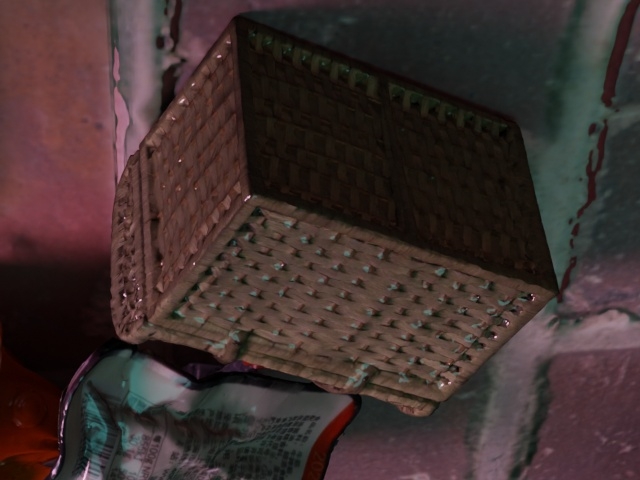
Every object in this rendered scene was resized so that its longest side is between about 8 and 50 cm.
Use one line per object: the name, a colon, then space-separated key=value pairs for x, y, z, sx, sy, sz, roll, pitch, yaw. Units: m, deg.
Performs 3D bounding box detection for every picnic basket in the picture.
picnic basket: x=0.000 y=0.000 z=0.928 sx=0.196 sy=0.134 sz=0.154 roll=17 pitch=135 yaw=-28

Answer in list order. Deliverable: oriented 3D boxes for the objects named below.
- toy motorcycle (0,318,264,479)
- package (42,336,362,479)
toy motorcycle: x=-0.166 y=0.114 z=1.031 sx=0.326 sy=0.147 sz=0.221 roll=11 pitch=159 yaw=-21
package: x=-0.087 y=0.138 z=0.967 sx=0.232 sy=0.040 sz=0.166 roll=14 pitch=107 yaw=-46
